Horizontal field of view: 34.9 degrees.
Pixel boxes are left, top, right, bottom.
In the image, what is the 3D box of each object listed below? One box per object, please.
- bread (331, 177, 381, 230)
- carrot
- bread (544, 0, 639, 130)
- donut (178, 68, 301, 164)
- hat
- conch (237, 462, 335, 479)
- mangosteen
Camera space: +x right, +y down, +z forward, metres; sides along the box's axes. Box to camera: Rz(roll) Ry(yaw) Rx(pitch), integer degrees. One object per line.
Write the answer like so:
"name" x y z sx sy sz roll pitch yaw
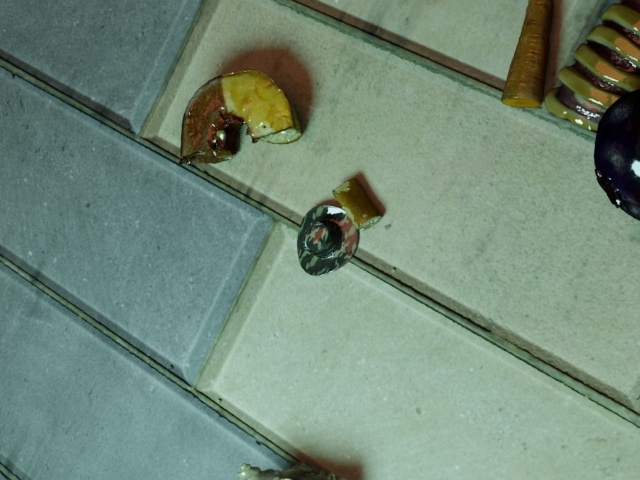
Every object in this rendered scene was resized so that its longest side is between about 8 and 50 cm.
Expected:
"bread" 0.058 -0.057 1.624 0.047 0.036 0.083 -33 69 2
"carrot" 0.319 -0.303 1.520 0.061 0.061 0.209 9 84 27
"bread" 0.426 -0.254 1.442 0.134 0.081 0.225 38 100 24
"donut" -0.129 -0.205 1.709 0.217 0.085 0.141 -9 79 24
"hat" 0.000 0.000 1.636 0.121 0.050 0.121 -2 85 27
"conch" -0.038 0.427 1.546 0.178 0.163 0.245 -21 104 38
"mangosteen" 0.477 -0.128 1.353 0.230 0.194 0.194 -36 68 -4
